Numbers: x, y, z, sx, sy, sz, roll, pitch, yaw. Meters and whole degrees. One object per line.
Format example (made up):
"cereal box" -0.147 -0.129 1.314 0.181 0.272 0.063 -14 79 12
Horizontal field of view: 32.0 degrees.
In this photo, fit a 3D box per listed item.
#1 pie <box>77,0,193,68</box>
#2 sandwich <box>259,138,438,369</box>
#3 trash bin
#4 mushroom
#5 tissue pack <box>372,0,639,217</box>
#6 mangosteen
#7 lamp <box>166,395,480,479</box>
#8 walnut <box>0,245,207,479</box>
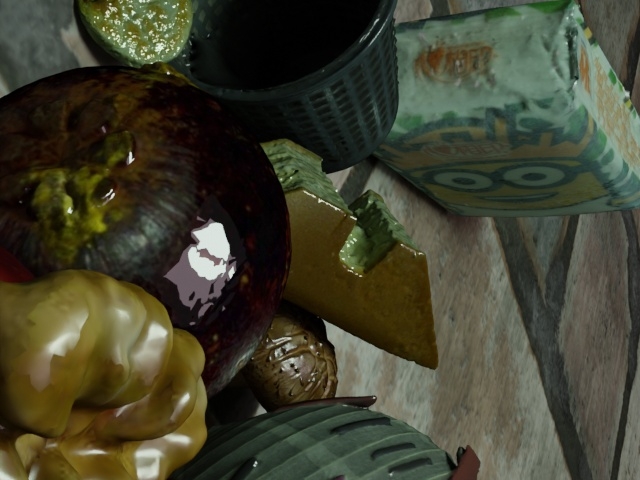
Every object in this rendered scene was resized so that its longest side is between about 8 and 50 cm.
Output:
"pie" -0.117 -0.152 0.718 0.085 0.017 0.085 11 72 -34
"sandwich" 0.000 0.000 0.755 0.244 0.088 0.090 32 10 -27
"trash bin" -0.013 -0.132 0.806 0.161 0.175 0.176 57 37 -59
"mushroom" -0.032 0.078 0.795 0.109 0.085 0.126 27 13 -20
"tissue pack" 0.184 -0.118 1.115 0.311 0.227 0.128 29 61 -60
"mangosteen" -0.109 0.021 0.576 0.217 0.192 0.192 90 12 -55
"lamp" -0.008 0.210 0.689 0.265 0.233 0.233 -24 108 -43
"walnut" -0.167 0.076 0.350 0.269 0.243 0.222 13 62 -61
